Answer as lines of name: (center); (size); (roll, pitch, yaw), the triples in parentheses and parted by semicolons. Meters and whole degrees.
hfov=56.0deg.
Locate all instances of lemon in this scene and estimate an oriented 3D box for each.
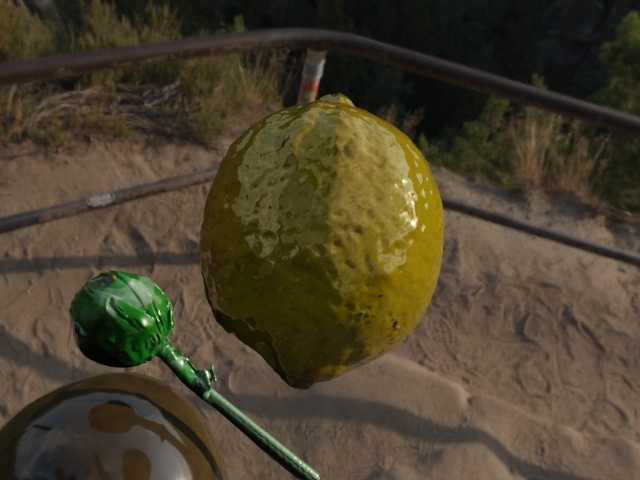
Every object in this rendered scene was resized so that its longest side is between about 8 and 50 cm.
lemon: (-0.001, -0.003, 0.437); (0.180, 0.180, 0.193); (-17, 90, -27)

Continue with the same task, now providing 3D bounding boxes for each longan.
longan: (-0.238, 0.300, 0.660); (0.297, 0.297, 0.298); (8, 49, -9)

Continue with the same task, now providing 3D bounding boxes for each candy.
candy: (-0.118, 0.153, 0.626); (0.323, 0.097, 0.097); (44, 48, -12)
